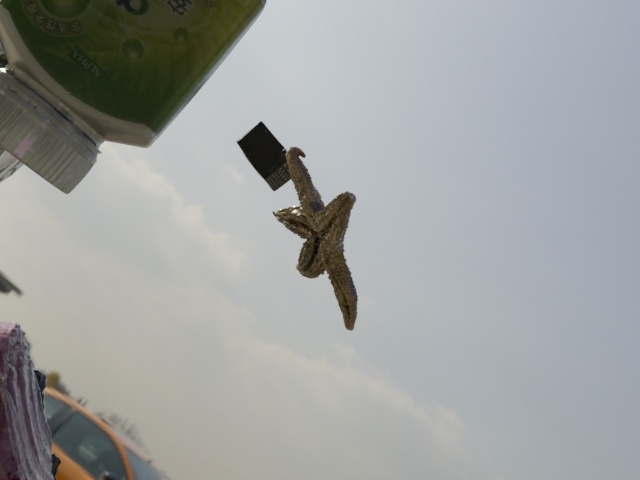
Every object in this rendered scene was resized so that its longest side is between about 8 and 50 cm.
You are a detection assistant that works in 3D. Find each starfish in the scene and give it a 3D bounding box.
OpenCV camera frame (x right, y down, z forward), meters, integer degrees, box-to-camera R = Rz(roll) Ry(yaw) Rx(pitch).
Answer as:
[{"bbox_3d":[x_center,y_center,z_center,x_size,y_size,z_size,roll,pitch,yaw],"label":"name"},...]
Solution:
[{"bbox_3d":[0.001,0.000,1.051,0.227,0.043,0.240,-11,-83,71],"label":"starfish"}]

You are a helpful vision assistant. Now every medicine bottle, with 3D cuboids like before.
[{"bbox_3d":[-0.145,-0.130,0.565,0.132,0.188,0.088,40,-7,-15],"label":"medicine bottle"}]

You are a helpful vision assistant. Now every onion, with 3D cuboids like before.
[{"bbox_3d":[-0.390,0.227,0.848,0.111,0.248,0.250,11,-66,60],"label":"onion"}]

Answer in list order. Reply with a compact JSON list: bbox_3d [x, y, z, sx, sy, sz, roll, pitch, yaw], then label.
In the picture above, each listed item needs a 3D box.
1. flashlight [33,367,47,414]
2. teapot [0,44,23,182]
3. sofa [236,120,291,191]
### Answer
[{"bbox_3d":[-0.520,0.231,0.947,0.103,0.424,0.103,164,-90,-85],"label":"flashlight"},{"bbox_3d":[-0.346,-0.145,0.769,0.178,0.163,0.221,43,5,-7],"label":"teapot"},{"bbox_3d":[-0.085,-0.136,1.353,0.118,0.060,0.039,52,-1,42],"label":"sofa"}]
